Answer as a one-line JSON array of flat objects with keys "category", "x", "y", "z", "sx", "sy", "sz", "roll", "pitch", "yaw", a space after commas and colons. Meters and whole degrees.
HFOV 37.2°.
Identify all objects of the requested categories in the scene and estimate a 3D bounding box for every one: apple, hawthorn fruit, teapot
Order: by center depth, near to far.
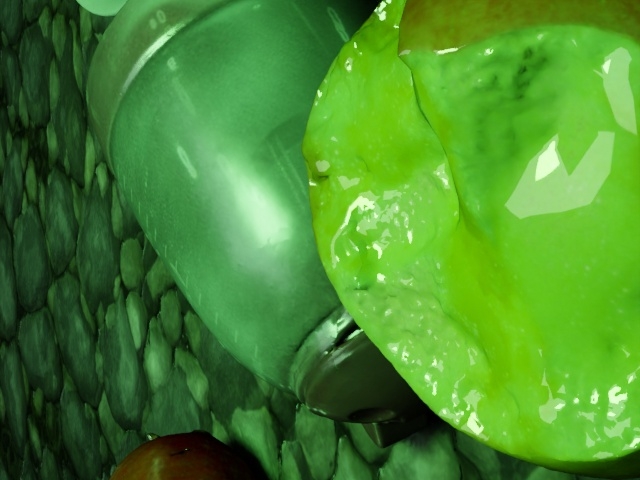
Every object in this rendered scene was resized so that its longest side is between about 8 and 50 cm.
[{"category": "apple", "x": 0.119, "y": -0.017, "z": 0.418, "sx": 0.246, "sy": 0.246, "sz": 0.226, "roll": -54, "pitch": 49, "yaw": 47}, {"category": "teapot", "x": 0.000, "y": 0.000, "z": 0.685, "sx": 0.315, "sy": 0.233, "sz": 0.312, "roll": 81, "pitch": 163, "yaw": -60}, {"category": "hawthorn fruit", "x": -0.143, "y": 0.277, "z": 0.957, "sx": 0.185, "sy": 0.185, "sz": 0.202, "roll": -64, "pitch": 37, "yaw": 40}]

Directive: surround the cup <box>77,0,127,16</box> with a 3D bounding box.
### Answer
[{"category": "cup", "x": -0.123, "y": -0.377, "z": 0.866, "sx": 0.347, "sy": 0.163, "sz": 0.347, "roll": 12, "pitch": 105, "yaw": 54}]
